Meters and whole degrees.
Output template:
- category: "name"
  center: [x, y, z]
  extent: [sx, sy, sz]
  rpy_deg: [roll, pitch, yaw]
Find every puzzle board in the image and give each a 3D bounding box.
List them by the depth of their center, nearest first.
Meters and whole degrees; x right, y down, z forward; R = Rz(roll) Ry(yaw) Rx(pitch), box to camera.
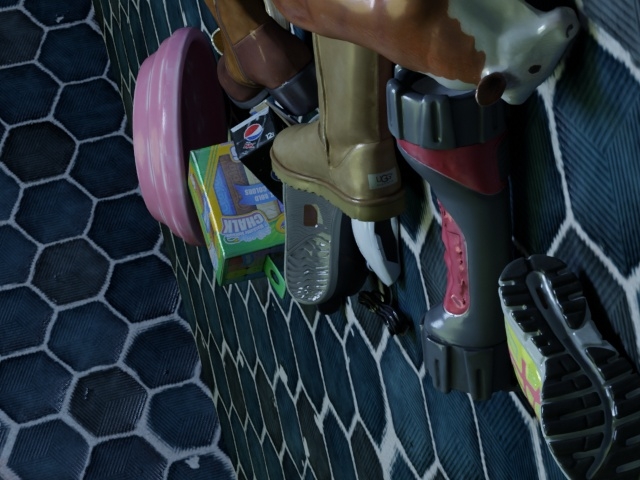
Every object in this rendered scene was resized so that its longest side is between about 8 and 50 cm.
- category: "puzzle board"
  center: [-0.023, -0.123, 1.838]
  extent: [0.128, 0.011, 0.096]
  rpy_deg: [37, 171, -9]

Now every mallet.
- category: "mallet"
  center: [0.000, 0.000, 1.999]
  extent: [0.062, 0.039, 0.189]
  rpy_deg: [-128, 31, -66]

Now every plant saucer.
- category: "plant saucer"
  center: [-0.213, -0.156, 2.355]
  extent: [0.332, 0.084, 0.332]
  rpy_deg: [-2, -90, -81]

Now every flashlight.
- category: "flashlight"
  center: [0.115, -0.007, 1.323]
  extent: [0.103, 0.103, 0.304]
  rpy_deg: [-124, 25, -55]

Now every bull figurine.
- category: "bull figurine"
  center: [0.057, -0.208, 1.170]
  extent: [0.310, 0.101, 0.188]
  rpy_deg: [20, 128, 47]

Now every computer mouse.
- category: "computer mouse"
  center: [0.060, 0.013, 1.721]
  extent: [0.106, 0.042, 0.193]
  rpy_deg: [-124, 24, -60]

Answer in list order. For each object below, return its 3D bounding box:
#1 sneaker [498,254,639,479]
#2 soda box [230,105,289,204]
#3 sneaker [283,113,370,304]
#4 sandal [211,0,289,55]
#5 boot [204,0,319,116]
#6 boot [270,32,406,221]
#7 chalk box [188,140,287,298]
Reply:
- category: "sneaker"
  center: [0.195, 0.115, 1.191]
  extent: [0.094, 0.081, 0.208]
  rpy_deg: [83, 174, -56]
- category: "soda box"
  center: [-0.034, -0.081, 1.814]
  extent: [0.169, 0.060, 0.053]
  rpy_deg: [45, -160, -45]
- category: "sneaker"
  center: [0.014, -0.039, 1.785]
  extent: [0.118, 0.083, 0.222]
  rpy_deg: [-3, -77, -66]
- category: "sandal"
  center: [-0.104, -0.275, 2.041]
  extent: [0.240, 0.079, 0.088]
  rpy_deg: [160, 96, -77]
- category: "boot"
  center: [-0.125, -0.280, 1.832]
  extent: [0.280, 0.096, 0.264]
  rpy_deg: [53, 176, -23]
- category: "boot"
  center: [0.015, -0.178, 1.585]
  extent: [0.236, 0.089, 0.269]
  rpy_deg: [29, 131, 52]
- category: "chalk box"
  center: [-0.093, -0.021, 2.141]
  extent: [0.132, 0.132, 0.213]
  rpy_deg: [109, 146, -68]
